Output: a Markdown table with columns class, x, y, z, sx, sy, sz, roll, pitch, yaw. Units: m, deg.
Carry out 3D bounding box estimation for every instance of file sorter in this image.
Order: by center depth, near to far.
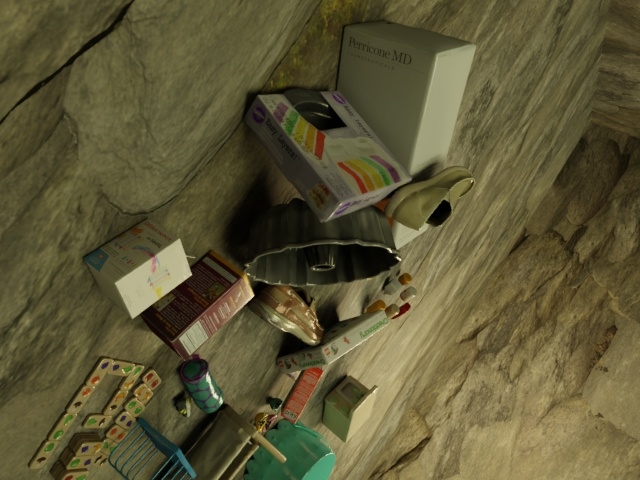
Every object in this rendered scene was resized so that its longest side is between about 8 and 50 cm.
| class | x | y | z | sx | sy | sz | roll | pitch | yaw |
| --- | --- | --- | --- | --- | --- | --- | --- | --- | --- |
| file sorter | -0.359 | 0.483 | 1.103 | 0.104 | 0.118 | 0.170 | -47 | 152 | -31 |

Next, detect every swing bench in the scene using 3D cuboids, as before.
| class | x | y | z | sx | sy | sz | roll | pitch | yaw |
| --- | --- | --- | --- | --- | --- | --- | --- | --- | --- |
| swing bench | -0.258 | 0.583 | 1.329 | 0.253 | 0.165 | 0.254 | -47 | 143 | -20 |

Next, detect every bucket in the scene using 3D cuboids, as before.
| class | x | y | z | sx | sy | sz | roll | pitch | yaw |
| --- | --- | --- | --- | --- | --- | --- | --- | --- | --- |
| bucket | -0.093 | 0.743 | 1.691 | 0.281 | 0.183 | 0.281 | -37 | 143 | -34 |

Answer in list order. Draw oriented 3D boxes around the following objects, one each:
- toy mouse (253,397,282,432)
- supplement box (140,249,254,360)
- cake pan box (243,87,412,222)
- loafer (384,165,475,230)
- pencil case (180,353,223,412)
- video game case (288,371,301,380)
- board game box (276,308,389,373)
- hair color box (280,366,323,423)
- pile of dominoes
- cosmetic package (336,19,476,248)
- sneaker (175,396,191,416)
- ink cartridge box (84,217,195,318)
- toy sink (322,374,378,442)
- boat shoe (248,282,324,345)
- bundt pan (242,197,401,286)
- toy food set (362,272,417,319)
| class | x | y | z | sx | sy | sz | roll | pitch | yaw |
| --- | --- | --- | --- | --- | --- | --- | --- | --- | --- |
| toy mouse | -0.154 | 0.519 | 1.550 | 0.143 | 0.031 | 0.160 | -28 | 143 | -55 |
| supplement box | -0.236 | 0.123 | 1.003 | 0.188 | 0.104 | 0.080 | -44 | 147 | -25 |
| cake pan box | 0.017 | -0.175 | 0.984 | 0.246 | 0.266 | 0.070 | -19 | 158 | -49 |
| loafer | 0.243 | -0.080 | 1.082 | 0.269 | 0.092 | 0.102 | -24 | 157 | -37 |
| pencil case | -0.269 | 0.329 | 1.177 | 0.151 | 0.065 | 0.070 | 83 | 8 | -46 |
| video game case | -0.057 | 0.395 | 1.610 | 0.087 | 0.011 | 0.122 | -51 | 149 | -14 |
| board game box | 0.042 | 0.293 | 1.513 | 0.193 | 0.053 | 0.305 | -25 | 178 | 43 |
| hair color box | -0.055 | 0.439 | 1.515 | 0.167 | 0.053 | 0.093 | -59 | -178 | -3 |
| pile of dominoes | -0.415 | 0.353 | 1.002 | 0.251 | 0.040 | 0.196 | -57 | 150 | -4 |
| cosmetic package | 0.156 | -0.228 | 1.159 | 0.162 | 0.230 | 0.452 | -29 | 137 | -41 |
| sneaker | -0.317 | 0.383 | 1.192 | 0.035 | 0.031 | 0.083 | 4 | 139 | -13 |
| ink cartridge box | -0.291 | 0.038 | 0.856 | 0.143 | 0.092 | 0.089 | -41 | 145 | -32 |
| toy sink | 0.105 | 0.612 | 1.929 | 0.153 | 0.131 | 0.234 | -36 | 148 | -35 |
| boat shoe | -0.056 | 0.182 | 1.317 | 0.116 | 0.123 | 0.324 | -58 | 152 | -7 |
| bundt pan | 0.000 | 0.000 | 1.085 | 0.331 | 0.331 | 0.124 | 30 | 52 | -60 |
| toy food set | 0.253 | 0.217 | 1.840 | 0.232 | 0.111 | 0.104 | -43 | 179 | -45 |
